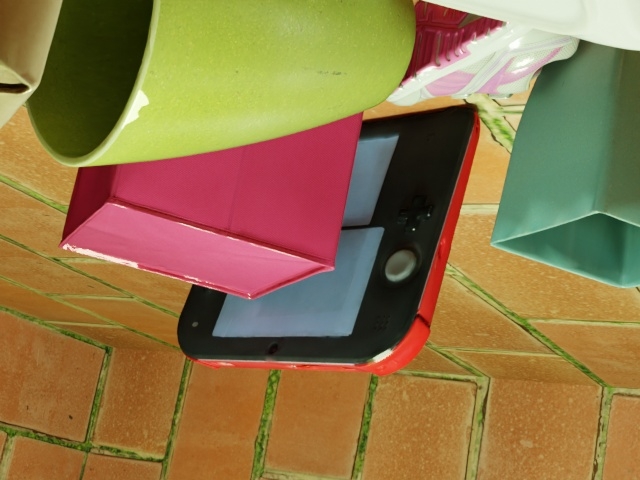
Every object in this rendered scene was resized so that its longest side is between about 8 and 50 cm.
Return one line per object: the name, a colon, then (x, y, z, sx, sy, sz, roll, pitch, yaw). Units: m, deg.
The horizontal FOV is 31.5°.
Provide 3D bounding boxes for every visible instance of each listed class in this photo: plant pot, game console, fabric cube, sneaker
plant pot: (0.287, -0.097, 1.059, 0.165, 0.234, 0.165, 18, 163, -22)
game console: (0.000, 0.000, 1.399, 0.386, 0.342, 0.060, -3, 152, 41)
plant pot: (-0.071, -0.191, 0.977, 0.293, 0.275, 0.274, 2, 172, -36)
fabric cube: (-0.119, -0.101, 1.270, 0.259, 0.258, 0.254, 17, 162, -22)
sneaker: (0.152, -0.178, 1.096, 0.111, 0.103, 0.252, 25, 160, -27)

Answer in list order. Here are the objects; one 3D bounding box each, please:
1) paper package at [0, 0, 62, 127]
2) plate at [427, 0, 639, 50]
paper package: (-0.267, -0.231, 0.775, 0.168, 0.325, 0.309, 19, 163, -26)
plate: (0.095, -0.238, 0.785, 0.277, 0.045, 0.278, 24, 162, 36)
